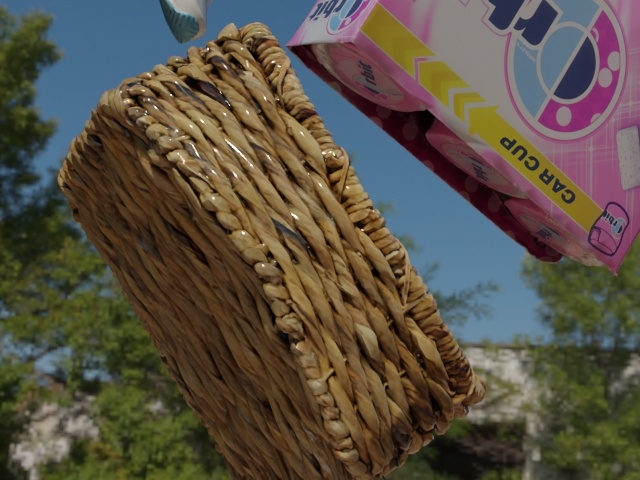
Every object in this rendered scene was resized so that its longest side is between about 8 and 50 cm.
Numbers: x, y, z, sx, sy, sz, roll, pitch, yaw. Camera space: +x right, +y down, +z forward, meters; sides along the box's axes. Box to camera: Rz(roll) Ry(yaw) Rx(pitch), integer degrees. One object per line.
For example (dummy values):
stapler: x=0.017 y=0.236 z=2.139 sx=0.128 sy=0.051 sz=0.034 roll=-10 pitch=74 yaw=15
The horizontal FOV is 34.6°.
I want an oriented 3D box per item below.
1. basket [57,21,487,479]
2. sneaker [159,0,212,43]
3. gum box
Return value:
basket: x=0.000 y=0.000 z=0.703 sx=0.223 sy=0.299 sz=0.213 roll=-29 pitch=-4 yaw=-31
sneaker: x=-0.135 y=-0.296 z=1.089 sx=0.092 sy=0.229 sz=0.087 roll=-13 pitch=-43 yaw=1
gum box: x=0.092 y=-0.075 z=0.472 sx=0.188 sy=0.107 sz=0.062 roll=36 pitch=-11 yaw=-27
